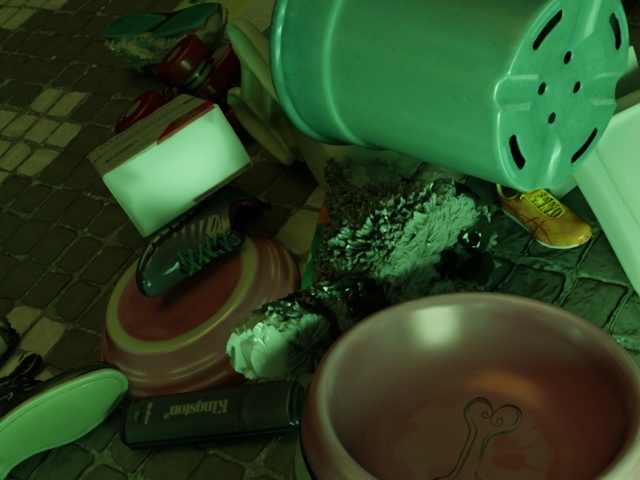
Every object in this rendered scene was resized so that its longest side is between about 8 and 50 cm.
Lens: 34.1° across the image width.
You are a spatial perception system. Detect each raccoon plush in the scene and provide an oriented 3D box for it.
[{"bbox_3d":[0.008,0.002,1.342,0.446,0.216,0.299,-8,21,-38],"label":"raccoon plush"}]

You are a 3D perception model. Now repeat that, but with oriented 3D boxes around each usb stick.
[{"bbox_3d":[-0.147,0.236,1.412,0.278,0.045,0.077,-10,62,23],"label":"usb stick"}]

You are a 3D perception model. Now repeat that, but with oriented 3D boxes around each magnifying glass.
[{"bbox_3d":[0.000,0.000,1.560,0.026,0.092,0.231,13,38,0],"label":"magnifying glass"}]

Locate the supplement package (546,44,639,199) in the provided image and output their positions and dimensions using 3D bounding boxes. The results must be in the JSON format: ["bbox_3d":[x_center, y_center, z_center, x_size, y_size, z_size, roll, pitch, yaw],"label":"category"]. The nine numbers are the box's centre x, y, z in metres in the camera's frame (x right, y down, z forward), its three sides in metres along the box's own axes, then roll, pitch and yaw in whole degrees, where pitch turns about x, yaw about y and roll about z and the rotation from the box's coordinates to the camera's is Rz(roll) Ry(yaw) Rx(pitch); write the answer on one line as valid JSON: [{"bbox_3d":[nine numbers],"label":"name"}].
[{"bbox_3d":[0.327,-0.202,1.506,0.194,0.149,0.203,-38,39,-7],"label":"supplement package"}]

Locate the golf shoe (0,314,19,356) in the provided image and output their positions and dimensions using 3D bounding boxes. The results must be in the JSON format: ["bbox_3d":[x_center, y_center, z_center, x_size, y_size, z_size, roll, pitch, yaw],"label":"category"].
[{"bbox_3d":[-0.603,0.168,1.745,0.198,0.077,0.094,-2,47,32],"label":"golf shoe"}]

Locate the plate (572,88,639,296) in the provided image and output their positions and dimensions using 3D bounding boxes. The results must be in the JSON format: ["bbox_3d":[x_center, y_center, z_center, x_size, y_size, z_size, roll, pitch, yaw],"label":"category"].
[{"bbox_3d":[0.469,-0.096,1.308,0.277,0.045,0.278,-25,64,6],"label":"plate"}]

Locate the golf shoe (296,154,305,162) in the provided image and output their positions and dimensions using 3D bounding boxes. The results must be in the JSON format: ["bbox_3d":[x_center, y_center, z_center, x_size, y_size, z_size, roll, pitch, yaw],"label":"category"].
[{"bbox_3d":[0.004,-0.203,1.783,0.086,0.067,0.186,35,70,22],"label":"golf shoe"}]

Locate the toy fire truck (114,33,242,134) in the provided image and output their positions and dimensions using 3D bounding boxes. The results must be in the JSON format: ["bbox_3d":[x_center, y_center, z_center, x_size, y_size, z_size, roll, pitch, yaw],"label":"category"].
[{"bbox_3d":[-0.266,-0.229,1.889,0.302,0.169,0.254,-56,26,-15],"label":"toy fire truck"}]

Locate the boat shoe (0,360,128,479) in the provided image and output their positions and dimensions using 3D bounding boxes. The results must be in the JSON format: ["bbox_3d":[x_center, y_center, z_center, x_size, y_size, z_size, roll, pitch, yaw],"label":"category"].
[{"bbox_3d":[-0.437,0.254,1.514,0.340,0.127,0.113,-36,49,9],"label":"boat shoe"}]

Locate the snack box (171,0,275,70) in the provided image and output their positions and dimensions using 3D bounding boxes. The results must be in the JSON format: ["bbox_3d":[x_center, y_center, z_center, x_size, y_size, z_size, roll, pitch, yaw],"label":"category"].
[{"bbox_3d":[-0.183,-0.453,2.152,0.187,0.060,0.322,-45,41,-16],"label":"snack box"}]

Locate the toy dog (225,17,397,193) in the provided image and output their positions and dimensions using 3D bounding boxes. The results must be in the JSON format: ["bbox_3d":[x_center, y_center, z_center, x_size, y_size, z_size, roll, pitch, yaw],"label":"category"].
[{"bbox_3d":[0.104,-0.286,1.626,0.408,0.284,0.395,-38,67,-16],"label":"toy dog"}]

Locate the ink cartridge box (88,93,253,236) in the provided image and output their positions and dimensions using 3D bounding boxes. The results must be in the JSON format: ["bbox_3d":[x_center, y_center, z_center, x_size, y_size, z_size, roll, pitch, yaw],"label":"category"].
[{"bbox_3d":[-0.239,-0.125,1.617,0.197,0.114,0.273,-34,19,-8],"label":"ink cartridge box"}]

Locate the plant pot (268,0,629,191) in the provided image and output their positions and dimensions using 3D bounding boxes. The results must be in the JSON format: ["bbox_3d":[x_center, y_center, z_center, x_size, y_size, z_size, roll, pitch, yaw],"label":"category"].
[{"bbox_3d":[0.172,-0.230,1.298,0.334,0.341,0.341,28,66,39],"label":"plant pot"}]

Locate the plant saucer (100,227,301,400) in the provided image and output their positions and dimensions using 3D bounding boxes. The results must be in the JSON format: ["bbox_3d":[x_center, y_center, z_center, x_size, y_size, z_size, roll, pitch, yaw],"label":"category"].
[{"bbox_3d":[-0.193,0.093,1.568,0.332,0.084,0.332,-16,41,15],"label":"plant saucer"}]

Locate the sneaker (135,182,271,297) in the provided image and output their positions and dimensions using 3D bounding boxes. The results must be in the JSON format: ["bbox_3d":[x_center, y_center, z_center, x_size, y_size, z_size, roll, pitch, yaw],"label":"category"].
[{"bbox_3d":[-0.171,0.002,1.524,0.098,0.083,0.223,20,60,38],"label":"sneaker"}]

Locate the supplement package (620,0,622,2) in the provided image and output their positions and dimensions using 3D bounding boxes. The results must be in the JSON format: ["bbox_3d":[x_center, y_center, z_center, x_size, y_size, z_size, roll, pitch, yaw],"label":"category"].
[{"bbox_3d":[0.369,-0.497,1.683,0.145,0.262,0.204,-60,26,33],"label":"supplement package"}]

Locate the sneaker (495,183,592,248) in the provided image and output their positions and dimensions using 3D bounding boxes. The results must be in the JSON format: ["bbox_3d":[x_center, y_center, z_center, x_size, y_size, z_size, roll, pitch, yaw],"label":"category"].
[{"bbox_3d":[0.296,-0.042,1.423,0.064,0.067,0.175,-39,42,-13],"label":"sneaker"}]

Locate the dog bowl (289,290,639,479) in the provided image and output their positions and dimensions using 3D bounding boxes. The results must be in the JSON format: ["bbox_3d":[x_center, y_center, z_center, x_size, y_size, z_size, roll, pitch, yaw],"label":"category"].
[{"bbox_3d":[0.161,0.207,1.077,0.408,0.150,0.408,-4,33,3],"label":"dog bowl"}]

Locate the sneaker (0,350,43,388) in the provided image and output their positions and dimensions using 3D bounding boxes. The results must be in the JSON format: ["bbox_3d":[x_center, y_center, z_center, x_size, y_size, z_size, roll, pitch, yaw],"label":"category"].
[{"bbox_3d":[-0.490,0.217,1.661,0.109,0.040,0.044,-38,24,-15],"label":"sneaker"}]

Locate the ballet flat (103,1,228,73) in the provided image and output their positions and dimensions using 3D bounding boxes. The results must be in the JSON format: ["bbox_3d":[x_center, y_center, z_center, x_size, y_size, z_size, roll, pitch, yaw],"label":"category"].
[{"bbox_3d":[-0.284,-0.390,2.070,0.147,0.147,0.409,-48,32,-20],"label":"ballet flat"}]
